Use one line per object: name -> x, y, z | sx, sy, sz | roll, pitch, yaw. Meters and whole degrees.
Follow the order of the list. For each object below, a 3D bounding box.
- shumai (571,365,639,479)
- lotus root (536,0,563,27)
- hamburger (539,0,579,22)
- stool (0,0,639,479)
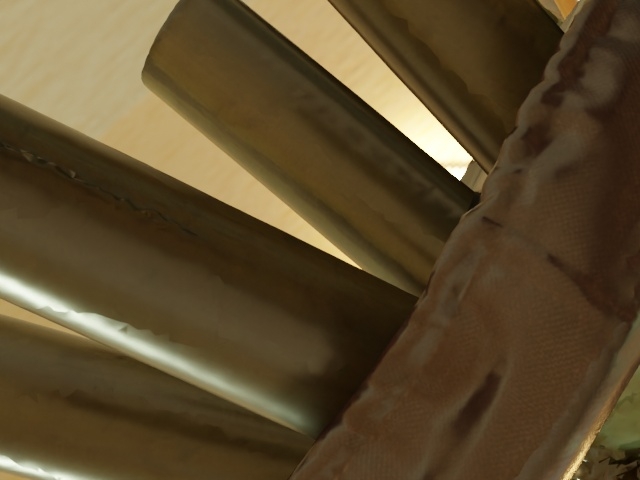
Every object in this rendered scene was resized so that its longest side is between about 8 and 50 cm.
shumai -> 0.236, 0.101, 0.801 | 0.304, 0.263, 0.309 | -140, 41, -59
lotus root -> 0.197, -0.193, 1.473 | 0.267, 0.149, 0.260 | 23, -136, -67
hamburger -> 0.263, -0.285, 1.007 | 0.395, 0.396, 0.277 | 35, -169, -44
stool -> 0.000, 0.000, 0.514 | 0.178, 0.272, 0.272 | 30, -165, 2
